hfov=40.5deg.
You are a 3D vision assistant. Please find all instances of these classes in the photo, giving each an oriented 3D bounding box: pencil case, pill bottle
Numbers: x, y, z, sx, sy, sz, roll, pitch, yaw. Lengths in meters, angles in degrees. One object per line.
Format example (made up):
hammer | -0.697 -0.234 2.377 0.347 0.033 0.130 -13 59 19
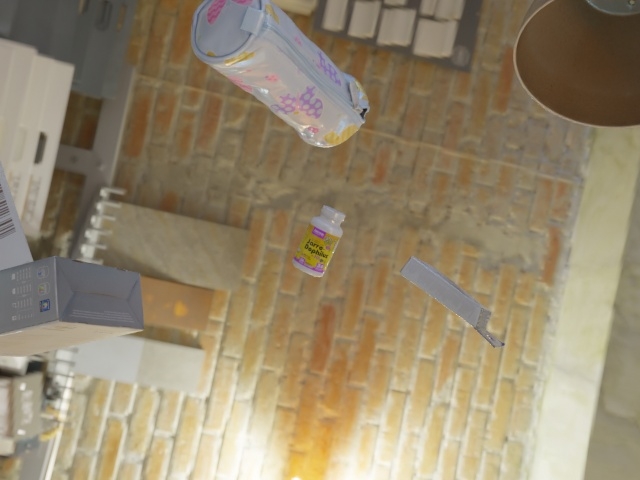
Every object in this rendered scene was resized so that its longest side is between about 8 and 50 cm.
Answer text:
pencil case | -0.046 -0.219 1.119 0.124 0.273 0.113 35 -88 38
pill bottle | 0.000 0.000 1.079 0.043 0.043 0.083 -112 -134 -78

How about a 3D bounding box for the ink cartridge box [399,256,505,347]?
ink cartridge box | 0.268 0.119 1.666 0.045 0.224 0.223 -53 165 5

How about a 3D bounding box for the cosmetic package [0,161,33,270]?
cosmetic package | -0.781 -0.011 1.493 0.327 0.393 0.329 -47 125 -64

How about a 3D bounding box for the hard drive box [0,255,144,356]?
hard drive box | -0.395 0.099 1.211 0.181 0.232 0.089 21 58 -63

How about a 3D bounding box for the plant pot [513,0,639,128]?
plant pot | 0.449 -0.335 1.315 0.284 0.284 0.191 114 -4 -58
